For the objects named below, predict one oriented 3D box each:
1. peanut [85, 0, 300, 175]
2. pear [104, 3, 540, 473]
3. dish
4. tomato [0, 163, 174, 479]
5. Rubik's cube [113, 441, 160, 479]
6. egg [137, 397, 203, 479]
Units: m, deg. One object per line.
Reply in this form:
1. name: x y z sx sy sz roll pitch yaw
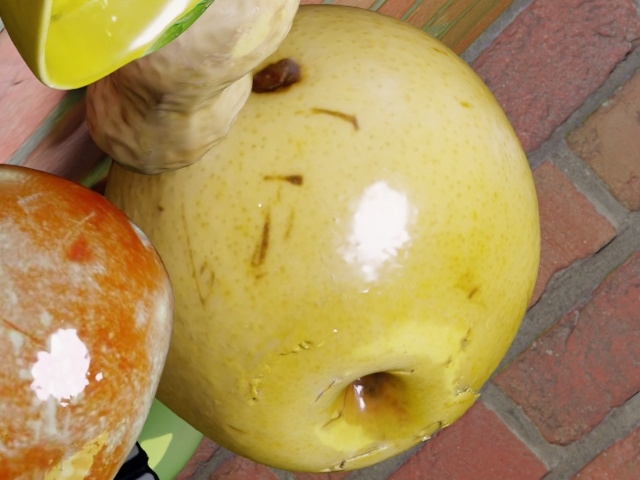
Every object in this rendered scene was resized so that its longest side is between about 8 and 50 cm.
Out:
1. peanut: -0.084 -0.116 1.011 0.103 0.098 0.229 -62 -173 -31
2. pear: 0.000 0.000 1.221 0.348 0.348 0.348 -43 176 -3
3. dish: -0.092 -0.147 0.714 0.149 0.080 0.207 -49 174 18
4. tomato: -0.211 0.082 0.923 0.270 0.222 0.270 -158 -90 -80
5. Rubik's cube: -0.302 0.300 1.381 0.283 0.288 0.293 -43 157 25
6. egg: -0.230 0.173 1.758 0.270 0.220 0.220 -54 179 -15
